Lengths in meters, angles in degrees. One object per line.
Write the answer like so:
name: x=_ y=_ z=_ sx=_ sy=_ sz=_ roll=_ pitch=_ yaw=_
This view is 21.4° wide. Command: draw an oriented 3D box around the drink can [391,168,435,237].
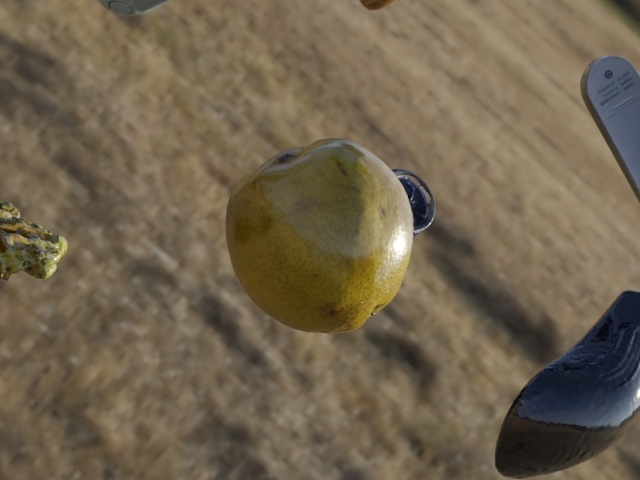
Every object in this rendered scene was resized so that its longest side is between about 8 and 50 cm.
drink can: x=0.059 y=-0.008 z=2.324 sx=0.097 sy=0.235 sz=0.097 roll=13 pitch=61 yaw=-25

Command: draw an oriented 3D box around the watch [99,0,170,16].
watch: x=-0.161 y=-0.340 z=1.795 sx=0.068 sy=0.193 sz=0.206 roll=26 pitch=-25 yaw=-29

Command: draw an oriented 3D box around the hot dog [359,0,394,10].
hot dog: x=0.122 y=-0.342 z=2.046 sx=0.109 sy=0.269 sz=0.072 roll=-22 pitch=93 yaw=-35

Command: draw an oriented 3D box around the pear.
pear: x=0.000 y=0.000 z=1.787 sx=0.209 sy=0.209 sz=0.209 roll=38 pitch=14 yaw=-12

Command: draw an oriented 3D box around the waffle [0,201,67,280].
waffle: x=-0.408 y=-0.017 z=1.803 sx=0.291 sy=0.051 sz=0.291 roll=19 pitch=15 yaw=-5

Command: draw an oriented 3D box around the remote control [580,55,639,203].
remote control: x=0.401 y=-0.119 z=2.108 sx=0.245 sy=0.077 sz=0.022 roll=59 pitch=-10 yaw=-11

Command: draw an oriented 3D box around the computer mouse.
computer mouse: x=0.279 y=0.157 z=1.693 sx=0.088 sy=0.147 sz=0.264 roll=29 pitch=52 yaw=26
